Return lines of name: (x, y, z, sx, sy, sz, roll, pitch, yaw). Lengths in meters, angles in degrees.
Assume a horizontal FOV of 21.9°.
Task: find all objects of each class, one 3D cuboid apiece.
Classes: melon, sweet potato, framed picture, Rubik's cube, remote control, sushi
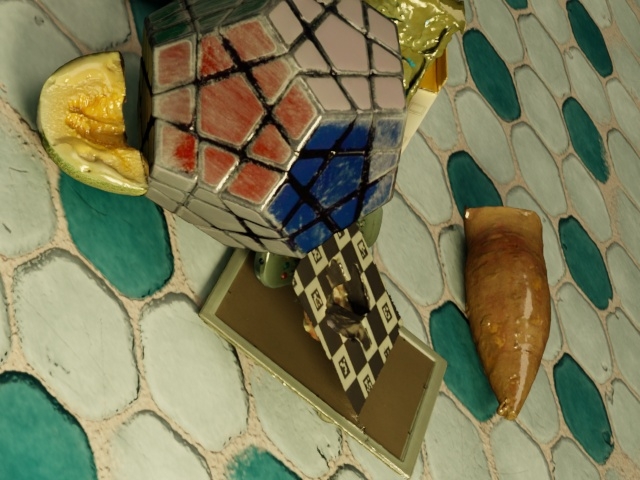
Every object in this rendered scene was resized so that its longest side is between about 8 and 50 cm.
melon: (-0.237, -0.109, 1.657, 0.128, 0.079, 0.160, 4, 64, -36)
sweet potato: (0.259, 0.094, 2.276, 0.131, 0.131, 0.337, 41, 35, -37)
framed picture: (0.007, 0.116, 1.855, 0.296, 0.019, 0.232, 39, 33, -8)
Rubik's cube: (-0.055, -0.138, 1.742, 0.319, 0.319, 0.264, 21, 21, -52)
remote control: (0.000, 0.000, 1.890, 0.222, 0.042, 0.072, -20, 126, -51)
sushi: (0.015, 0.071, 1.818, 0.193, 0.040, 0.210, 64, 26, -20)

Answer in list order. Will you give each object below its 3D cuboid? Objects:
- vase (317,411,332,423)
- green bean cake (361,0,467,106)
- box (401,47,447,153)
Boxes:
vase: (0.018, 0.155, 1.889, 0.053, 0.053, 0.101, 36, 35, -42)
green bean cake: (0.028, -0.217, 1.960, 0.202, 0.310, 0.285, 17, 45, -20)
box: (0.097, -0.169, 2.103, 0.033, 0.247, 0.129, 16, 46, -15)
